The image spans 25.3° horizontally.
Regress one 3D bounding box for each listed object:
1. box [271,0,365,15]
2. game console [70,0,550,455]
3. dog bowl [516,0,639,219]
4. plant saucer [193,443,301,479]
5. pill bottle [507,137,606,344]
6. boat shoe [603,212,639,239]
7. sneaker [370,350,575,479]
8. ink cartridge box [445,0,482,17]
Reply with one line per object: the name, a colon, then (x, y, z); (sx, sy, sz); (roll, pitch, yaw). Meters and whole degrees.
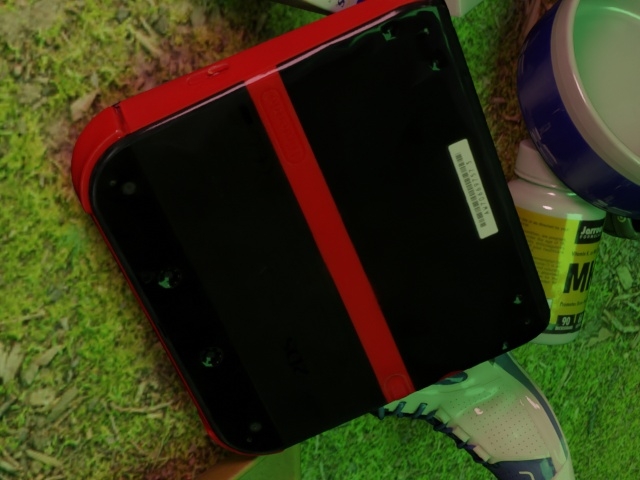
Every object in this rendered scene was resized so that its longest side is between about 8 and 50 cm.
box: (-0.038, -0.239, 1.176); (0.137, 0.126, 0.072); (14, 96, -47)
game console: (0.000, 0.000, 1.248); (0.342, 0.060, 0.386); (-25, 124, -1)
dog bowl: (0.342, -0.159, 1.495); (0.265, 0.104, 0.265); (9, 67, -22)
plant saucer: (-0.141, 0.380, 1.354); (0.332, 0.081, 0.333); (-33, 130, -49)
pill bottle: (0.248, -0.001, 1.570); (0.119, 0.119, 0.208); (-7, 113, -42)
boat shoe: (0.385, -0.149, 1.654); (0.109, 0.091, 0.305); (12, 99, -47)
sneaker: (0.117, 0.155, 1.475); (0.182, 0.127, 0.315); (-29, 95, -8)
ink cartridge box: (0.124, -0.311, 1.320); (0.127, 0.072, 0.175); (-42, 135, -45)
